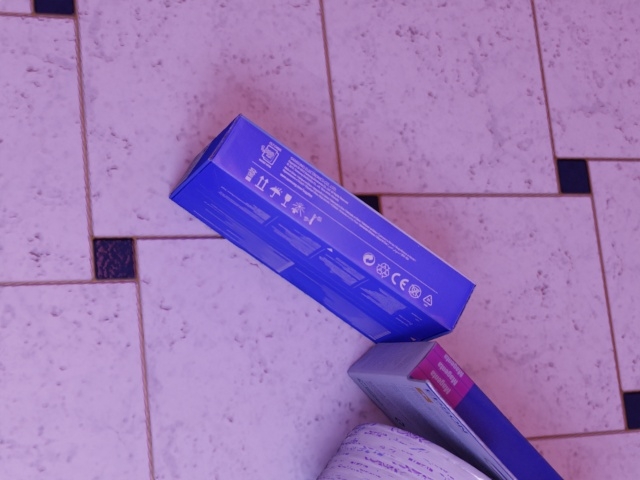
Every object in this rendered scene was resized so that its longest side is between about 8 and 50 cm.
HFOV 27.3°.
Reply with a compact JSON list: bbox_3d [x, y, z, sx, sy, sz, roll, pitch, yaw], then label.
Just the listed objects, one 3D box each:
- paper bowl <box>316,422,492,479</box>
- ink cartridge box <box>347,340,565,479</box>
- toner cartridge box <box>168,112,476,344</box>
[{"bbox_3d":[0.114,0.345,1.466,0.284,0.284,0.148,40,67,-9],"label":"paper bowl"},{"bbox_3d":[0.197,0.248,1.500,0.071,0.330,0.324,-44,97,-13],"label":"ink cartridge box"},{"bbox_3d":[0.000,0.000,1.572,0.348,0.165,0.075,36,66,-12],"label":"toner cartridge box"}]
